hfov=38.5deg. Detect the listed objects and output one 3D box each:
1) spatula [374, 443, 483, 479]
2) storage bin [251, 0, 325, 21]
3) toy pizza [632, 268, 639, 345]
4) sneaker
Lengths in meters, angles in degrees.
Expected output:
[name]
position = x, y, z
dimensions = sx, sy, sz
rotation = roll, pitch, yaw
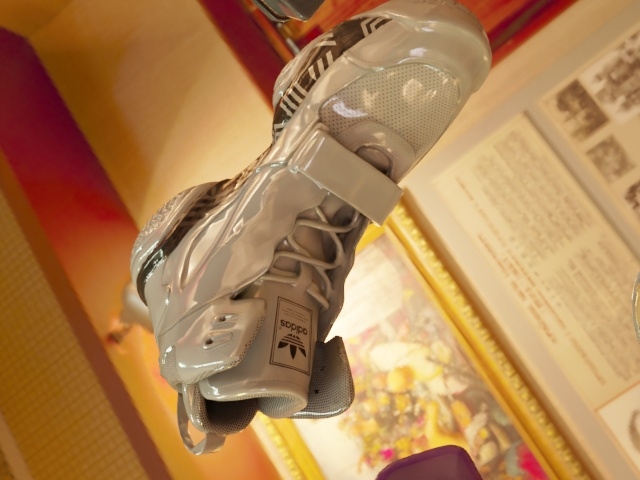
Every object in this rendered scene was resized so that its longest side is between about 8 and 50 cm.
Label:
[spatula]
position = 0.108, 0.219, 0.582
dimensions = 0.296, 0.084, 0.030
rotation = -131, 29, -70
[storage bin]
position = -0.014, -0.279, 0.883
dimensions = 0.098, 0.135, 0.091
rotation = 39, -175, -29
[toy pizza]
position = 0.280, 0.076, 0.559
dimensions = 0.032, 0.201, 0.201
rotation = -38, -90, -32
[sneaker]
position = 0.000, 0.000, 0.677
dimensions = 0.137, 0.366, 0.210
rotation = 29, -148, -38
